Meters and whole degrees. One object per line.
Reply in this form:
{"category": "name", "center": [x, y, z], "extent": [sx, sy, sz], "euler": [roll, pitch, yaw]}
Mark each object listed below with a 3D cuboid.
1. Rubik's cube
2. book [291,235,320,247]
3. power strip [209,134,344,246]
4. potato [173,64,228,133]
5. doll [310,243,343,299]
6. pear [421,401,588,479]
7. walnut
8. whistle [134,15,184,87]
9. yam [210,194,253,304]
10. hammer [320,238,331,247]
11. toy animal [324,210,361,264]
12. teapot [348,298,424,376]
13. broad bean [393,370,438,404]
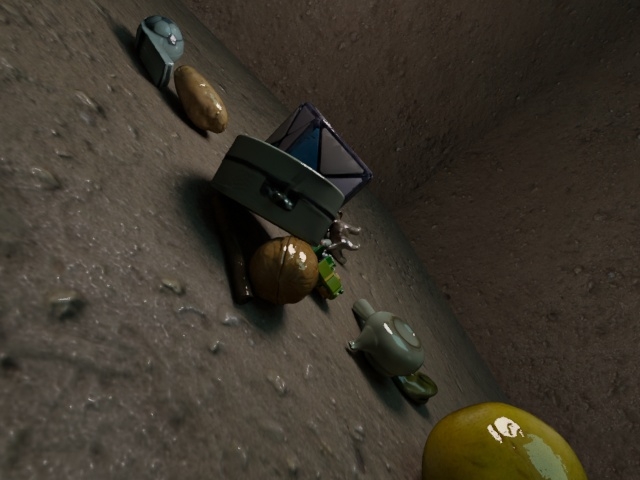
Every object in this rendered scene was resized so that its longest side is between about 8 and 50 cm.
{"category": "Rubik's cube", "center": [-0.040, -0.274, 1.569], "extent": [0.307, 0.310, 0.305], "euler": [40, 14, -31]}
{"category": "book", "center": [-0.066, -0.038, 1.543], "extent": [0.161, 0.026, 0.231], "euler": [36, 22, -44]}
{"category": "power strip", "center": [-0.109, -0.128, 1.131], "extent": [0.357, 0.162, 0.357], "euler": [30, -2, 1]}
{"category": "potato", "center": [-0.389, -0.447, 1.373], "extent": [0.235, 0.128, 0.161], "euler": [59, -9, -22]}
{"category": "doll", "center": [0.000, 0.094, 1.271], "extent": [0.134, 0.106, 0.186], "euler": [2, -54, 55]}
{"category": "pear", "center": [0.412, 0.559, 0.971], "extent": [0.362, 0.362, 0.418], "euler": [50, 21, -5]}
{"category": "walnut", "center": [-0.085, 0.068, 1.018], "extent": [0.165, 0.165, 0.197], "euler": [50, 19, -5]}
{"category": "whistle", "center": [-0.511, -0.629, 1.404], "extent": [0.290, 0.163, 0.163], "euler": [57, 17, 17]}
{"category": "yam", "center": [-0.211, 0.010, 1.012], "extent": [0.045, 0.045, 0.327], "euler": [2, 44, -29]}
{"category": "hammer", "center": [0.000, 0.000, 1.610], "extent": [0.052, 0.031, 0.083], "euler": [-4, 28, -46]}
{"category": "toy animal", "center": [0.070, -0.021, 1.730], "extent": [0.168, 0.121, 0.233], "euler": [24, 37, -25]}
{"category": "teapot", "center": [0.205, 0.295, 1.328], "extent": [0.220, 0.149, 0.318], "euler": [43, 18, -5]}
{"category": "broad bean", "center": [0.283, 0.442, 1.392], "extent": [0.206, 0.072, 0.153], "euler": [40, 13, 4]}
